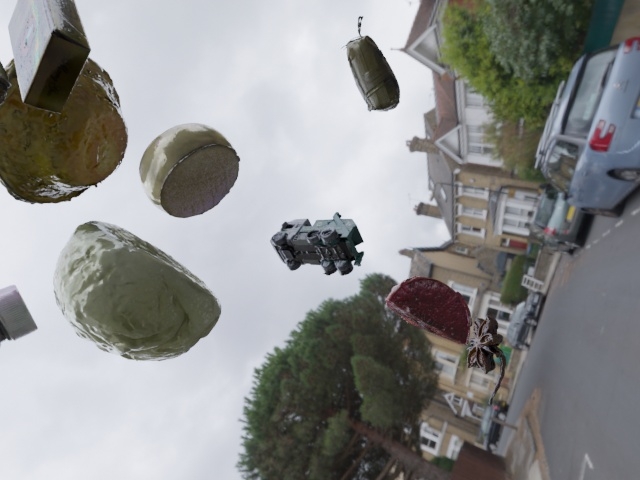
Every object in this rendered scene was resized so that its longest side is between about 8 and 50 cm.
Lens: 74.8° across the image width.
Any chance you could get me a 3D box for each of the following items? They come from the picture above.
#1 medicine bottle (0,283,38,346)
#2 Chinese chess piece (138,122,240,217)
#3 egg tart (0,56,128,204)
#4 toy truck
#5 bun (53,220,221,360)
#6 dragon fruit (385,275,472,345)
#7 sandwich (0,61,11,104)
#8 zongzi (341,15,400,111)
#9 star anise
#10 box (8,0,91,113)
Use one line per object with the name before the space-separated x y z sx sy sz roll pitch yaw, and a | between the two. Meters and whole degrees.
medicine bottle | -0.941 0.243 1.126 0.273 0.165 0.165 -26 -51 -35
Chinese chess piece | -0.352 -0.187 1.144 0.270 0.112 0.270 -38 -22 -18
egg tart | -0.682 -0.286 1.153 0.443 0.178 0.443 23 -90 -81
toy truck | 0.000 0.000 0.952 0.116 0.216 0.110 -56 -49 -38
bun | -0.400 0.123 0.894 0.227 0.349 0.352 -56 0 -10
dragon fruit | 0.307 0.192 1.254 0.134 0.262 0.211 -61 6 -18
sandwich | -0.526 -0.306 0.484 0.273 0.095 0.249 63 -176 10
zongzi | 0.118 -0.377 0.930 0.189 0.081 0.178 63 -157 -8
star anise | 0.364 0.259 0.912 0.097 0.070 0.191 -176 94 -75
box | -0.507 -0.379 0.776 0.159 0.240 0.071 -42 -28 25
